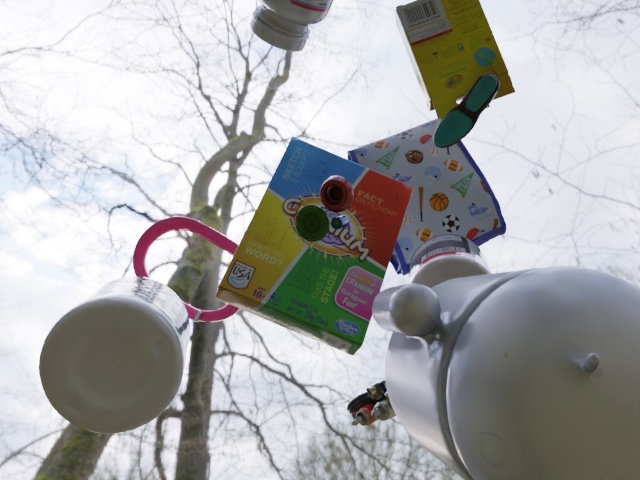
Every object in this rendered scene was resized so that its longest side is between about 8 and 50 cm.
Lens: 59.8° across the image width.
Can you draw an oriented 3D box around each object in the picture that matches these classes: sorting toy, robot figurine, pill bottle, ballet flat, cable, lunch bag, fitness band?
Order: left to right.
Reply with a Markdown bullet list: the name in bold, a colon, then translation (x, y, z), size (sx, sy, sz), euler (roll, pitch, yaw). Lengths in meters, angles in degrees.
- **pill bottle**: translation (-0.332, 0.171, 0.964), size (0.204, 0.204, 0.361), euler (6, 2, -12)
- **fitness band**: translation (-0.297, 0.066, 1.301), size (0.291, 0.209, 0.054), euler (29, -11, 6)
- **pill bottle**: translation (-0.018, -0.286, 0.579), size (0.087, 0.087, 0.160), euler (14, -51, -20)
- **sorting toy**: translation (0.014, -0.041, 0.760), size (0.102, 0.061, 0.042), euler (-50, -13, 23)
- **cable**: translation (0.163, 0.311, 1.077), size (0.287, 0.072, 0.139), euler (11, -46, -46)
- **lunch bag**: translation (0.294, -0.111, 1.589), size (0.328, 0.385, 0.239), euler (-23, -30, -5)
- **pill bottle**: translation (0.279, 0.083, 1.201), size (0.176, 0.318, 0.176), euler (2, -78, 10)
- **ballet flat**: translation (0.346, -0.298, 1.311), size (0.074, 0.074, 0.203), euler (28, -72, -33)
- **robot figurine**: translation (0.179, 0.127, 0.501), size (0.300, 0.199, 0.353), euler (28, -10, -6)

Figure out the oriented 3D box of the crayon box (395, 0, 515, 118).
- **crayon box**: translation (0.333, -0.466, 1.400), size (0.202, 0.318, 0.081), euler (-18, -11, 6)

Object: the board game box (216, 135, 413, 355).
- **board game box**: translation (0.000, 0.000, 0.941), size (0.242, 0.316, 0.064), euler (22, -28, -2)
